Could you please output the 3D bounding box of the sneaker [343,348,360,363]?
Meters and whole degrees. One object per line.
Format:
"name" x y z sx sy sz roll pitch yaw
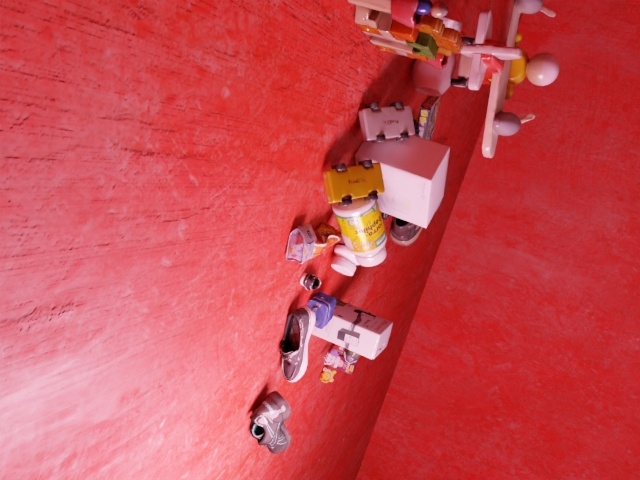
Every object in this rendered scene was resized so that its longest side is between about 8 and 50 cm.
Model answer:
"sneaker" 0.113 0.392 2.349 0.086 0.064 0.192 -58 177 -1

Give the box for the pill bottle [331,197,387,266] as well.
"pill bottle" 0.111 -0.034 1.752 0.117 0.117 0.208 -55 139 -37

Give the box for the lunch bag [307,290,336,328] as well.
"lunch bag" -0.001 0.197 1.862 0.065 0.067 0.098 -45 150 -53

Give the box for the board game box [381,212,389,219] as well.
"board game box" 0.264 -0.167 2.298 0.186 0.026 0.126 -48 154 -48

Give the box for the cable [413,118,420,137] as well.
"cable" 0.292 -0.318 2.194 0.184 0.047 0.151 43 64 -69

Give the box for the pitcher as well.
"pitcher" 0.344 -0.540 1.978 0.178 0.125 0.207 158 -53 -87

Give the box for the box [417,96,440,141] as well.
"box" 0.373 -0.403 2.334 0.114 0.036 0.207 -52 156 -41

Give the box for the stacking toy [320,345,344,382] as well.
"stacking toy" 0.058 0.365 2.263 0.167 0.052 0.221 99 12 -60

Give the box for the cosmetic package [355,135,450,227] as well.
"cosmetic package" 0.226 -0.179 1.839 0.138 0.224 0.224 -60 160 -27

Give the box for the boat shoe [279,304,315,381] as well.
"boat shoe" -0.073 0.281 1.743 0.076 0.080 0.229 -12 126 -49

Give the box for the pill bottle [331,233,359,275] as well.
"pill bottle" 0.096 0.012 1.891 0.169 0.094 0.094 -64 162 -15

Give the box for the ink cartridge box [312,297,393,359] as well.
"ink cartridge box" 0.099 0.266 2.004 0.153 0.208 0.087 -23 132 -67

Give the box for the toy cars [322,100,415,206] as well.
"toy cars" 0.112 -0.222 1.669 0.176 0.087 0.394 46 58 -30

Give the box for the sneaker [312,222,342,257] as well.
"sneaker" 0.000 0.000 1.679 0.067 0.064 0.175 -52 167 26

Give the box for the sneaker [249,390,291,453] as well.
"sneaker" -0.146 0.512 1.796 0.106 0.101 0.267 -33 144 -30

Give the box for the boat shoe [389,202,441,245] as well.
"boat shoe" 0.374 -0.144 2.482 0.355 0.132 0.130 -62 162 -24

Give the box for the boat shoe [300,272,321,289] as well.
"boat shoe" -0.019 0.113 1.759 0.046 0.038 0.125 -66 162 -7

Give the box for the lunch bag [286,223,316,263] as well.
"lunch bag" -0.043 0.005 1.544 0.071 0.053 0.083 -23 123 -68

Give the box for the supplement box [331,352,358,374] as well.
"supplement box" 0.089 0.443 2.390 0.043 0.083 0.055 -27 134 -65

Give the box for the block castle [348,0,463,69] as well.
"block castle" 0.249 -0.573 1.471 0.303 0.212 0.453 -71 163 7

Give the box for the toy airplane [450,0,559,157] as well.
"toy airplane" 0.494 -0.470 1.729 0.386 0.272 0.384 90 12 -53
